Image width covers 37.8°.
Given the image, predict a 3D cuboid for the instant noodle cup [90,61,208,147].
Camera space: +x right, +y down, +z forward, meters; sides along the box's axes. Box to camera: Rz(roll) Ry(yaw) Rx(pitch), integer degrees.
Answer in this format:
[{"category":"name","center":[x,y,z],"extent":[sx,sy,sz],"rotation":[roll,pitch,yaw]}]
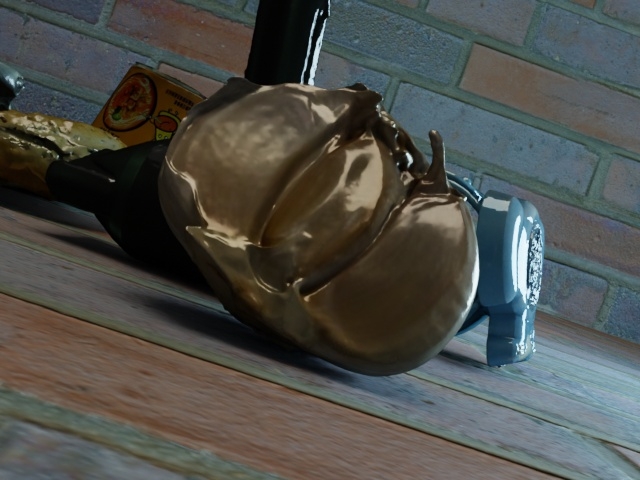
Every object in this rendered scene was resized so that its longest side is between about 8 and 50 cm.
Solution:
[{"category":"instant noodle cup","center":[-0.208,-0.119,1.220],"extent":[0.215,0.172,0.216],"rotation":[28,-1,0]}]

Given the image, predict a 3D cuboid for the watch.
[{"category":"watch","center":[0.120,0.026,0.939],"extent":[0.193,0.211,0.211],"rotation":[5,-3,22]}]

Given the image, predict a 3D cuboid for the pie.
[{"category":"pie","center":[-0.319,-0.092,0.973],"extent":[0.308,0.085,0.308],"rotation":[13,-1,0]}]

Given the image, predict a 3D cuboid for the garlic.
[{"category":"garlic","center":[0.000,0.000,0.651],"extent":[0.229,0.178,0.143],"rotation":[39,-25,14]}]

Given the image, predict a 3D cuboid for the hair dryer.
[{"category":"hair dryer","center":[-0.085,-0.103,0.756],"extent":[0.244,0.302,0.116],"rotation":[19,29,8]}]

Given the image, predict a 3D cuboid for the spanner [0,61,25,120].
[{"category":"spanner","center":[-0.357,-0.133,1.102],"extent":[0.093,0.026,0.325],"rotation":[10,-19,5]}]
